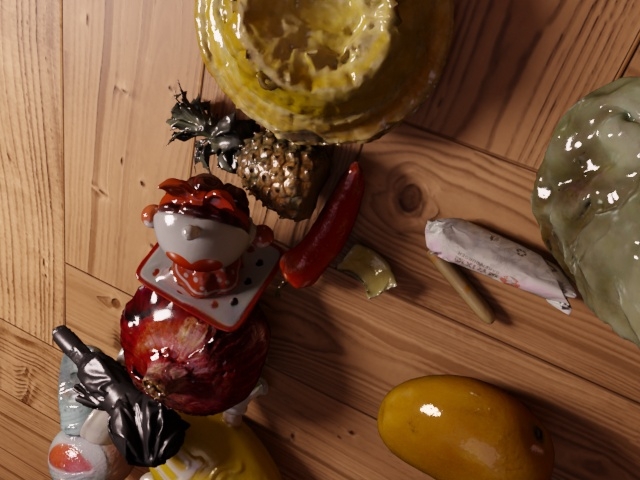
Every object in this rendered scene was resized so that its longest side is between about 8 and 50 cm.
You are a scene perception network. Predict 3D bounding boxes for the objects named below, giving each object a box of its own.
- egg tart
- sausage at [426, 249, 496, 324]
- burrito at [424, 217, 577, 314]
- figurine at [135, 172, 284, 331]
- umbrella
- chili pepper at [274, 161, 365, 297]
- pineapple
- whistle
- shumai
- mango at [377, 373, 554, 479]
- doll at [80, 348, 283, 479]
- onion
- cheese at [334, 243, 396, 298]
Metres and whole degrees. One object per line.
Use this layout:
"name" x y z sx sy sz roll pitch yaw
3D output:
"egg tart" 0.001 -0.233 0.609 0.290 0.115 0.290 2 109 5
"sausage" 0.193 0.062 0.766 0.024 0.024 0.132 -37 96 34
"burrito" 0.225 0.024 0.710 0.203 0.064 0.064 26 123 15
"figurine" -0.158 -0.013 0.752 0.183 0.160 0.226 27 155 10
"umbrella" -0.368 0.260 0.991 0.340 0.118 0.118 37 127 24
"chili pepper" 0.000 0.000 0.796 0.063 0.071 0.272 48 125 19
"pineapple" -0.107 -0.119 0.765 0.251 0.125 0.125 30 124 15
"whistle" -0.490 0.390 1.177 0.189 0.189 0.348 1 105 25
"shumai" 0.354 -0.004 0.515 0.304 0.263 0.309 39 125 0
"mango" 0.200 0.274 0.805 0.254 0.139 0.175 15 117 25
"doll" -0.242 0.368 1.056 0.423 0.161 0.348 2 100 17
"onion" -0.204 0.170 0.889 0.252 0.219 0.252 4 108 14
"cheese" 0.070 0.047 0.807 0.084 0.041 0.060 46 119 16
